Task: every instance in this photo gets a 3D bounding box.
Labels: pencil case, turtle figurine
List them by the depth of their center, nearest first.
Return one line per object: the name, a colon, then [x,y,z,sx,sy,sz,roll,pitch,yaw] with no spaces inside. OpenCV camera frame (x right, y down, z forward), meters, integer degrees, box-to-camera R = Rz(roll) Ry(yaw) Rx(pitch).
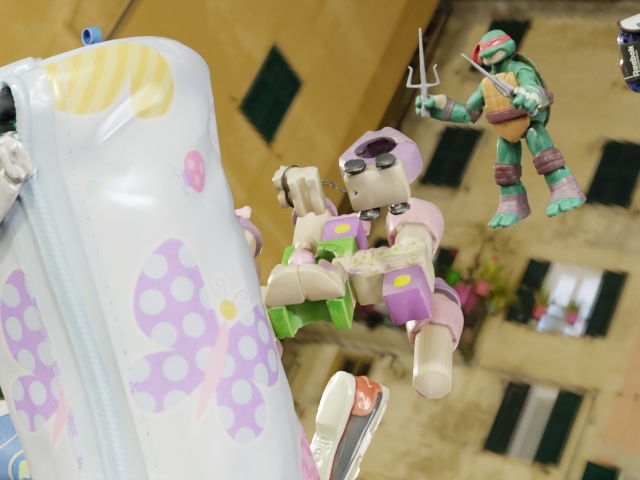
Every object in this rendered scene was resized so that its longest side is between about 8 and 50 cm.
pencil case: [-0.062,0.061,0.490,0.124,0.113,0.273,-178,-109,-85]
turtle figurine: [0.197,-0.136,1.394,0.175,0.118,0.234,-10,-78,63]

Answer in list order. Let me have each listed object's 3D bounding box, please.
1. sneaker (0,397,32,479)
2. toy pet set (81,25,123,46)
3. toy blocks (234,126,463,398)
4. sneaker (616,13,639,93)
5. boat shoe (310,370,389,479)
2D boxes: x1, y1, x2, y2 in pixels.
sneaker: [-0.134,0.136,0.857,0.081,0.080,0.211,6,8,41]
toy pet set: [-0.149,-0.069,0.843,0.065,0.114,0.122,-6,26,-43]
toy blocks: [0.000,0.000,1.452,0.288,0.260,0.309,-9,-58,13]
sneaker: [0.472,-0.239,1.602,0.315,0.182,0.127,-3,-72,69]
boat shoe: [0.011,0.165,0.967,0.043,0.137,0.049,22,-4,-31]
